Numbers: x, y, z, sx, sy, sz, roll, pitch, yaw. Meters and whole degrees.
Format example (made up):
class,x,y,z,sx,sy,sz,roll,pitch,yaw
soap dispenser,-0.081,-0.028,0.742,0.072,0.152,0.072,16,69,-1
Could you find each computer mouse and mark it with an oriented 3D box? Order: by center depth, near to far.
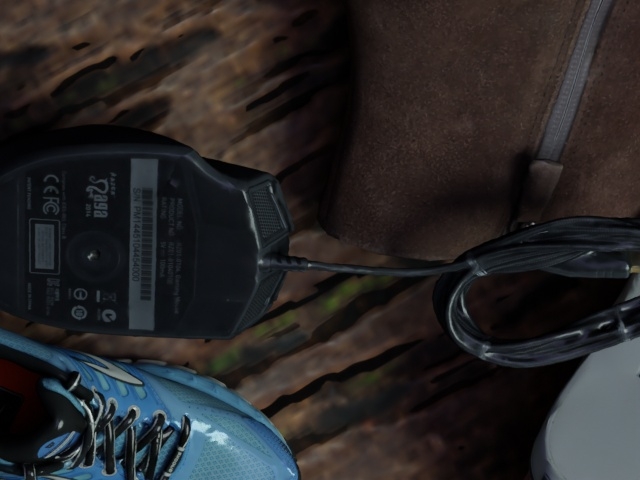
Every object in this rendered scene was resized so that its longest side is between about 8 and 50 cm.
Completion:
class,x,y,z,sx,sy,sz,roll,pitch,yaw
computer mouse,0.000,0.000,0.635,0.242,0.041,0.071,6,116,-2

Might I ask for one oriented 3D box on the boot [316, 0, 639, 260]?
class,x,y,z,sx,sy,sz,roll,pitch,yaw
boot,0.118,-0.100,0.662,0.248,0.090,0.206,-5,120,-19

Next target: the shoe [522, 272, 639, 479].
class,x,y,z,sx,sy,sz,roll,pitch,yaw
shoe,0.122,0.047,0.691,0.063,0.081,0.178,33,56,13

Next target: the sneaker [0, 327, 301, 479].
class,x,y,z,sx,sy,sz,roll,pitch,yaw
sneaker,-0.081,0.064,0.627,0.162,0.073,0.063,19,90,-16
